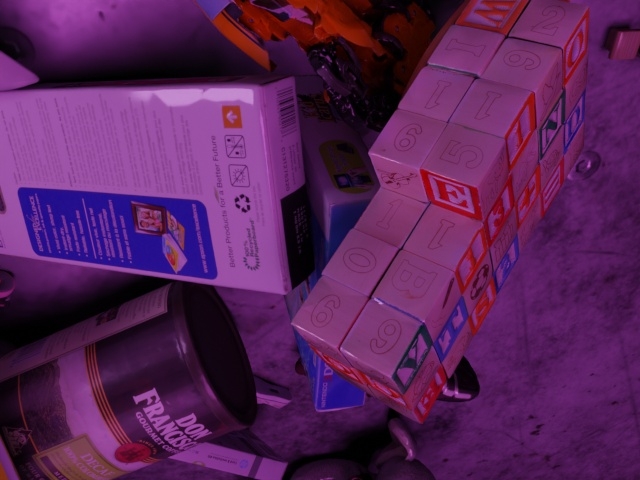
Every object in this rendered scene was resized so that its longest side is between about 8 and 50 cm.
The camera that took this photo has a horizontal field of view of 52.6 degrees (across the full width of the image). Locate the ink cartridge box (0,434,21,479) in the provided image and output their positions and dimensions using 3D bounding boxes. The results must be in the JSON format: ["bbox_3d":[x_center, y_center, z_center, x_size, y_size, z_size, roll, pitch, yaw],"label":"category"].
[{"bbox_3d":[-0.471,0.184,0.711,0.304,0.072,0.307,-5,106,35],"label":"ink cartridge box"}]

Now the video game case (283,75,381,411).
[{"bbox_3d":[0.000,0.000,0.691,0.061,0.244,0.269,-5,128,-11],"label":"video game case"}]

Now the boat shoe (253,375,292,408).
[{"bbox_3d":[-0.090,0.237,0.995,0.100,0.035,0.035,27,114,-38],"label":"boat shoe"}]

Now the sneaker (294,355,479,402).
[{"bbox_3d":[0.089,0.205,0.982,0.282,0.106,0.162,24,124,-17],"label":"sneaker"}]

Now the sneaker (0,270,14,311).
[{"bbox_3d":[-0.429,0.065,0.770,0.120,0.047,0.057,6,137,-17],"label":"sneaker"}]

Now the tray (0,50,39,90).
[{"bbox_3d":[-0.367,-0.169,0.491,0.145,0.030,0.270,0,164,21],"label":"tray"}]

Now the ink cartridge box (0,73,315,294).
[{"bbox_3d":[-0.187,-0.058,0.608,0.371,0.069,0.175,4,113,25],"label":"ink cartridge box"}]

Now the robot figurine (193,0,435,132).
[{"bbox_3d":[-0.005,-0.217,0.570,0.291,0.211,0.085,33,148,-33],"label":"robot figurine"}]

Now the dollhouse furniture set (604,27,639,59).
[{"bbox_3d":[0.325,-0.240,0.674,0.182,0.101,0.160,-7,129,-9],"label":"dollhouse furniture set"}]

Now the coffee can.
[{"bbox_3d":[-0.245,0.184,0.805,0.276,0.201,0.201,-23,130,5],"label":"coffee can"}]

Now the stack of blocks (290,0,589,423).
[{"bbox_3d":[0.103,-0.024,0.507,0.297,0.087,0.171,-56,148,-15],"label":"stack of blocks"}]

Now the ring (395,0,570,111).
[{"bbox_3d":[0.178,-0.106,0.674,0.337,0.032,0.336,-31,138,-33],"label":"ring"}]

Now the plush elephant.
[{"bbox_3d":[0.090,0.457,1.077,0.330,0.271,0.255,-14,151,-41],"label":"plush elephant"}]

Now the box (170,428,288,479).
[{"bbox_3d":[-0.160,0.299,0.959,0.186,0.145,0.038,27,81,-30],"label":"box"}]
